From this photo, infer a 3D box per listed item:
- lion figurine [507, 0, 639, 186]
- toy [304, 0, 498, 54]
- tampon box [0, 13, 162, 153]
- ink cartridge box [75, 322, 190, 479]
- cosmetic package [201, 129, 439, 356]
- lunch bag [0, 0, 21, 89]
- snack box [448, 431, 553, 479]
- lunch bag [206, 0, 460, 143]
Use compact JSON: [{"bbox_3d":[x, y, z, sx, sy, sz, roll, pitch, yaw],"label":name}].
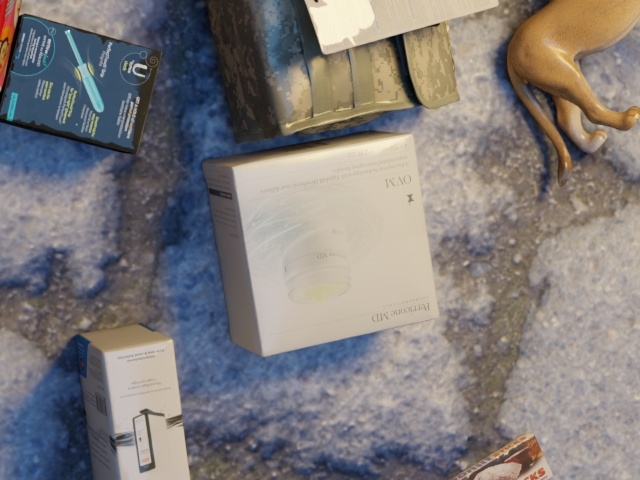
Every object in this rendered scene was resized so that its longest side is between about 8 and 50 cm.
[{"bbox_3d":[0.334,-0.277,2.006,0.240,0.142,0.392,38,105,-3],"label":"lion figurine"},{"bbox_3d":[0.071,-0.290,1.814,0.237,0.056,0.136,-19,90,-26],"label":"toy"},{"bbox_3d":[-0.276,-0.173,1.846,0.161,0.101,0.120,14,90,-20],"label":"tampon box"},{"bbox_3d":[-0.212,0.207,1.877,0.086,0.148,0.203,-10,99,-20],"label":"ink cartridge box"},{"bbox_3d":[0.000,0.000,1.940,0.224,0.138,0.224,-12,100,-18],"label":"cosmetic package"},{"bbox_3d":[-0.467,-0.242,1.735,0.293,0.120,0.258,11,92,0],"label":"lunch bag"},{"bbox_3d":[0.207,0.314,2.098,0.178,0.022,0.064,-29,105,-15],"label":"snack box"},{"bbox_3d":[0.030,-0.251,1.916,0.287,0.169,0.235,-14,95,-26],"label":"lunch bag"}]
